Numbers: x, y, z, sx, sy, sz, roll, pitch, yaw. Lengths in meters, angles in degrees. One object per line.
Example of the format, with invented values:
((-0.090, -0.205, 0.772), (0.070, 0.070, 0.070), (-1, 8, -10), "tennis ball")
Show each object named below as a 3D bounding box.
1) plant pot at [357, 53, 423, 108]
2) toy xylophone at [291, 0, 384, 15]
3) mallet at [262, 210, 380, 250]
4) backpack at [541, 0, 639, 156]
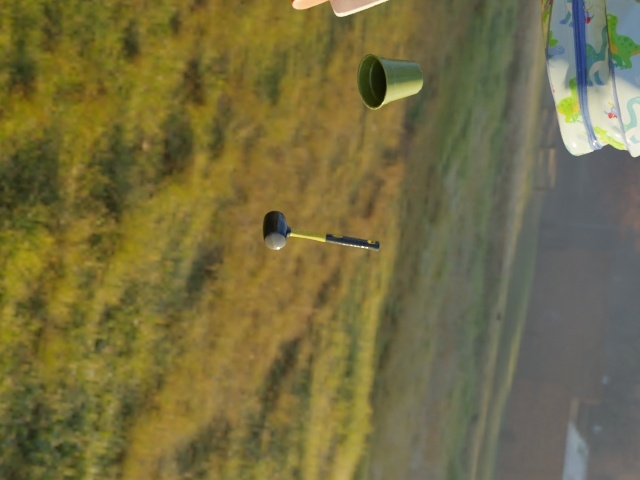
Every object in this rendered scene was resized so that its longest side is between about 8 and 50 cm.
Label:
((0.111, -0.246, 1.715), (0.083, 0.079, 0.083), (30, -55, 54), "plant pot")
((0.016, -0.349, 1.271), (0.322, 0.236, 0.081), (27, 42, -74), "toy xylophone")
((0.000, 0.000, 1.771), (0.062, 0.189, 0.039), (-81, -174, -53), "mallet")
((0.358, -0.242, 1.252), (0.355, 0.273, 0.290), (-103, 178, -50), "backpack")
